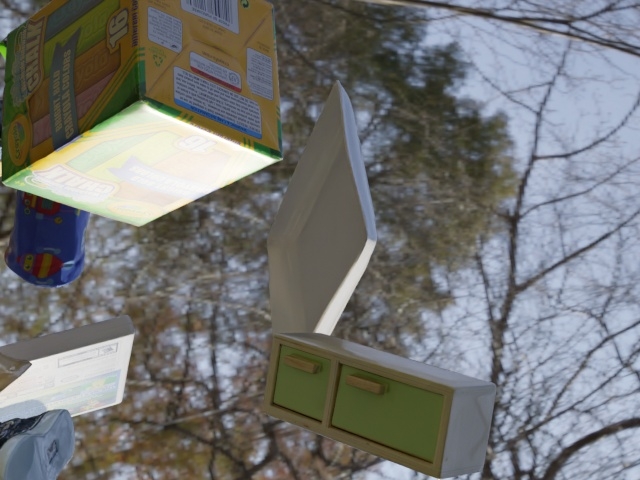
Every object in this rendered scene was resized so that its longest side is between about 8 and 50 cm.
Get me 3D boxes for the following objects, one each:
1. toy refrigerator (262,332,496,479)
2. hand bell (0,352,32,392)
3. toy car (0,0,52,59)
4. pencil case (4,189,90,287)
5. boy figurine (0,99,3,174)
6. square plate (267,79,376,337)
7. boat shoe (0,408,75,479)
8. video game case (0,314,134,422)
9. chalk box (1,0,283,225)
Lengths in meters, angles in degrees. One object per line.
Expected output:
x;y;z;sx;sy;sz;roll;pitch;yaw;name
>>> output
0.058;0.183;1.208;0.269;0.094;0.102;13;-85;42;toy refrigerator
-0.471;0.093;1.259;0.126;0.126;0.242;-28;-79;41;hand bell
-0.343;-0.271;1.420;0.225;0.053;0.239;2;-41;33;toy car
-0.377;-0.082;1.508;0.119;0.133;0.306;16;-63;-1;pencil case
-0.561;-0.132;1.686;0.285;0.177;0.092;-23;-89;54;boy figurine
0.000;0.000;1.534;0.347;0.049;0.344;-98;-154;-46;square plate
-0.276;0.196;0.910;0.083;0.183;0.065;-9;-86;2;boat shoe
-0.439;0.215;1.503;0.300;0.329;0.036;116;-44;-59;video game case
-0.149;-0.099;0.776;0.213;0.132;0.132;-23;-118;39;chalk box
